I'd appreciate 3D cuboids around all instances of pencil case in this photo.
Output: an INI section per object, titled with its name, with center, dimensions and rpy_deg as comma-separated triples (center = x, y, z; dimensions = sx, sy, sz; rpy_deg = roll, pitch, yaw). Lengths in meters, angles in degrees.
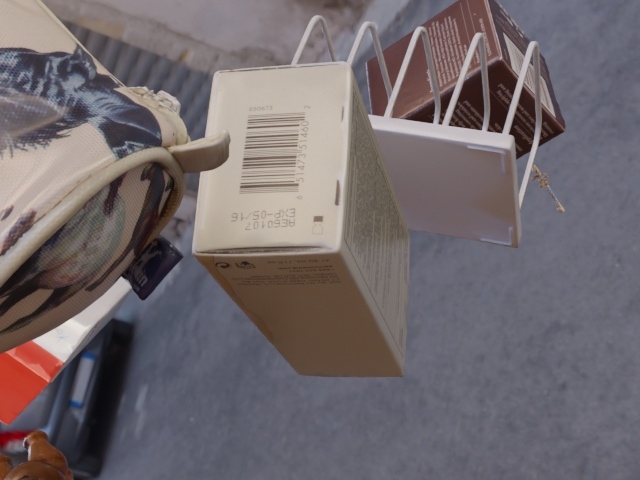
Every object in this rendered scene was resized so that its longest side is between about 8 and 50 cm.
[pencil case]
center = -0.240, -0.128, 0.541
dimensions = 0.183, 0.410, 0.160
rpy_deg = -36, -14, -21

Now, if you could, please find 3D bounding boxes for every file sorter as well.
[file sorter]
center = 0.108, -0.134, 1.124
dimensions = 0.193, 0.278, 0.173
rpy_deg = 67, -141, -56

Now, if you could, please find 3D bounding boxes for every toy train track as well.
[toy train track]
center = 0.343, -0.077, 1.482
dimensions = 0.014, 0.083, 0.048
rpy_deg = -32, -7, -5

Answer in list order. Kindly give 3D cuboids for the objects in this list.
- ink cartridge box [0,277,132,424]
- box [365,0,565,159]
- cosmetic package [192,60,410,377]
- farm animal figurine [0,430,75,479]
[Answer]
[ink cartridge box]
center = -0.464, 0.060, 1.378
dimensions = 0.091, 0.308, 0.385
rpy_deg = -53, 3, 20
[box]
center = 0.194, -0.199, 1.331
dimensions = 0.203, 0.168, 0.167
rpy_deg = -30, 42, 27
[cosmetic package]
center = 0.000, 0.000, 0.828
dimensions = 0.309, 0.113, 0.160
rpy_deg = 64, -152, -62
[farm animal figurine]
center = -0.301, 0.282, 0.646
dimensions = 0.172, 0.330, 0.327
rpy_deg = 43, 131, 48
